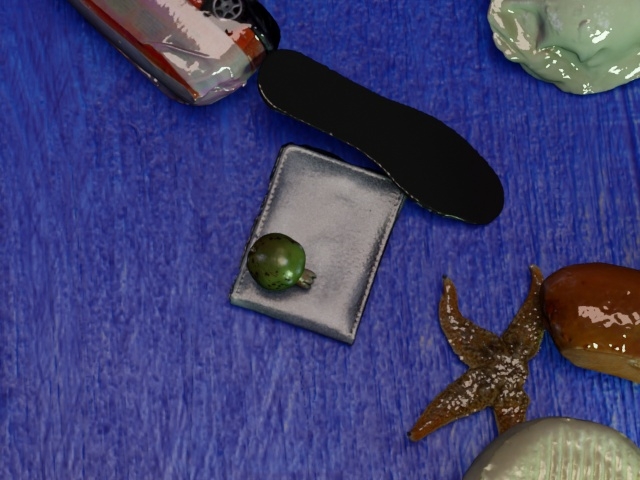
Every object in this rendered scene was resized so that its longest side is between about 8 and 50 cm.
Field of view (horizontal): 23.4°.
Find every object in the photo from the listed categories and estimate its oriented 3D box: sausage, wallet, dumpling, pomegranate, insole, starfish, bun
[{"bbox_3d":[0.381,0.102,1.825,0.258,0.133,0.133,18,74,0],"label":"sausage"},{"bbox_3d":[0.000,0.001,1.871,0.167,0.036,0.222,19,75,0],"label":"wallet"},{"bbox_3d":[0.328,-0.278,1.929,0.258,0.147,0.193,9,104,-2],"label":"dumpling"},{"bbox_3d":[-0.049,0.029,1.814,0.073,0.084,0.073,-10,58,17],"label":"pomegranate"},{"bbox_3d":[0.077,-0.126,1.883,0.348,0.009,0.119,28,63,-12],"label":"insole"},{"bbox_3d":[0.191,0.137,1.843,0.138,0.050,0.247,14,67,0],"label":"starfish"},{"bbox_3d":[0.267,0.341,1.740,0.287,0.146,0.287,5,75,-18],"label":"bun"}]

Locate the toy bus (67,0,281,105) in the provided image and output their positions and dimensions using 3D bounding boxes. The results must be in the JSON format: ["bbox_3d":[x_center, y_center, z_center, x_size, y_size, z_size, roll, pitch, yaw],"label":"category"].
[{"bbox_3d":[-0.200,-0.293,1.892,0.303,0.127,0.147,42,80,6],"label":"toy bus"}]
